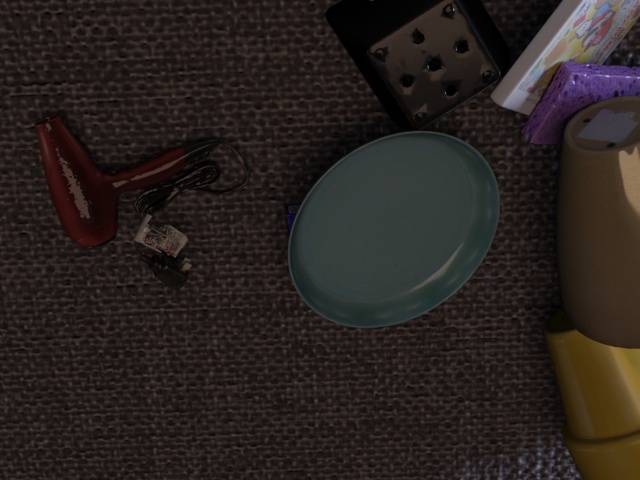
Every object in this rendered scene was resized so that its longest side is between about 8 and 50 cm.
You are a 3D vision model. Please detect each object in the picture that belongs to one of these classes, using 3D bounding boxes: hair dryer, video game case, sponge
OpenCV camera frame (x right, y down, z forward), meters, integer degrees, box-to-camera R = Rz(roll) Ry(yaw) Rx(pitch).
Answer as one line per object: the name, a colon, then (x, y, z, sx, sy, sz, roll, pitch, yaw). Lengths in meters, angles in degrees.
hair dryer: (-0.268, -0.083, 1.614, 0.294, 0.080, 0.223, 27, 94, -20)
video game case: (0.332, -0.255, 1.503, 0.026, 0.206, 0.227, 44, 109, 23)
sponge: (0.379, -0.180, 1.553, 0.210, 0.031, 0.117, -2, 134, -30)

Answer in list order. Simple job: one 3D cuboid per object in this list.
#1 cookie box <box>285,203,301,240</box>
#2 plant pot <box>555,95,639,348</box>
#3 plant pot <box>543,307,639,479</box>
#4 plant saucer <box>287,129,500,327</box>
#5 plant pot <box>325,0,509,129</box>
cookie box: (0.000, 0.000, 1.668, 0.092, 0.040, 0.107, -6, 114, -2)
plant pot: (0.412, -0.042, 1.531, 0.256, 0.256, 0.274, -21, 124, 6)
plant pot: (0.445, 0.198, 1.684, 0.254, 0.254, 0.239, -27, 98, 9)
plant saucer: (0.099, -0.019, 1.621, 0.318, 0.043, 0.317, -11, 126, -16)
plant pot: (0.134, -0.248, 1.498, 0.188, 0.167, 0.187, -31, 112, 11)
